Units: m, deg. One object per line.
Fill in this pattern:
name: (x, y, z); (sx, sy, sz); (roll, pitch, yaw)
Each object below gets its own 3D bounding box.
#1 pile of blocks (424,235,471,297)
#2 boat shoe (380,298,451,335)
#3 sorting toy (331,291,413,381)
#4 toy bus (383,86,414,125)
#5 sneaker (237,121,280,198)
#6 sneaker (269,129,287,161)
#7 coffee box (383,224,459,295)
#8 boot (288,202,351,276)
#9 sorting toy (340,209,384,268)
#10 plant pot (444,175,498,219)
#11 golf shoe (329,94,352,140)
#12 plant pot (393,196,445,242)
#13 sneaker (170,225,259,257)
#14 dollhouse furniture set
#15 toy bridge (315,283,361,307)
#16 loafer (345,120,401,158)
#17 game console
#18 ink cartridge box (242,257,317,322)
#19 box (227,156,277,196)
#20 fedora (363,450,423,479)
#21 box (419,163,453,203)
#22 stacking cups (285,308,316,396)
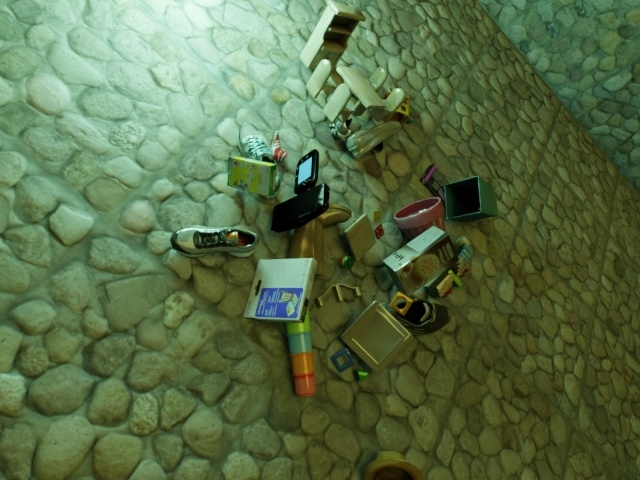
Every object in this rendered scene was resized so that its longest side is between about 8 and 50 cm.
pile of blocks: (0.577, 0.120, 1.759); (0.112, 0.149, 0.362); (48, 55, -7)
boat shoe: (0.372, 0.289, 1.584); (0.356, 0.130, 0.132); (3, 71, -30)
sorting toy: (0.194, 0.331, 1.453); (0.347, 0.047, 0.196); (-45, 94, -6)
toy bus: (0.359, -0.630, 1.931); (0.191, 0.104, 0.202); (-35, 93, -35)
sneaker: (-0.200, -0.291, 1.445); (0.110, 0.122, 0.282); (-22, 83, -17)
sneaker: (-0.153, -0.346, 1.557); (0.067, 0.042, 0.118); (13, 74, -22)
coffee box: (0.384, 0.076, 1.601); (0.247, 0.098, 0.141); (-35, 121, -6)
boot: (0.000, 0.000, 1.500); (0.237, 0.089, 0.269); (8, 68, -17)
sorting toy: (0.145, -0.018, 1.588); (0.275, 0.046, 0.132); (-41, 121, -35)
plant pot: (0.709, -0.174, 1.933); (0.235, 0.166, 0.165); (9, 75, -42)
golf shoe: (0.084, -0.505, 1.718); (0.077, 0.094, 0.197); (30, 53, -72)
plant pot: (0.424, -0.056, 1.719); (0.201, 0.202, 0.180); (-36, 108, -35)
sneaker: (-0.318, -0.006, 1.294); (0.272, 0.108, 0.100); (1, 74, -29)
dollhouse furniture set: (0.132, -0.691, 1.658); (0.362, 0.256, 0.394); (-16, 66, -43)
toy bridge: (0.063, 0.187, 1.500); (0.188, 0.026, 0.063); (-11, 77, -34)
loafer: (0.235, -0.429, 1.789); (0.320, 0.112, 0.111); (-28, 100, -33)
game console: (-0.065, -0.184, 1.475); (0.044, 0.213, 0.361); (46, 33, -37)
ink cartridge box: (-0.126, 0.154, 1.321); (0.045, 0.209, 0.206); (48, 48, -51)
box: (-0.230, -0.213, 1.382); (0.043, 0.179, 0.105); (-29, 131, -59)
fedora: (0.229, 0.735, 1.344); (0.194, 0.194, 0.079); (37, 22, -15)
box: (0.543, -0.261, 1.952); (0.162, 0.029, 0.116); (44, 56, -8)
stacking cups: (-0.071, 0.327, 1.333); (0.096, 0.096, 0.315); (3, 73, -30)
